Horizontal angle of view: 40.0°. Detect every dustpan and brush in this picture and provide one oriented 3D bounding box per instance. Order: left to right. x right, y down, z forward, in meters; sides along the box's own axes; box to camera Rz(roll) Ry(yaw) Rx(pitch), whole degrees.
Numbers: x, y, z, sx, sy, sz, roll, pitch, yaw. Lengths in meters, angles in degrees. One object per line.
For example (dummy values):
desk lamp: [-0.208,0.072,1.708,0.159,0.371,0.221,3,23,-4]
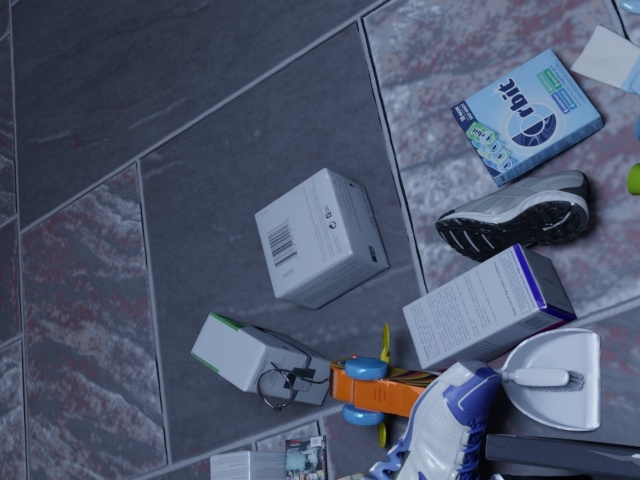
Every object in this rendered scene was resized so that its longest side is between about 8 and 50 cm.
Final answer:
dustpan and brush: [0.303,0.204,1.307,0.211,0.060,0.147,-6,73,38]

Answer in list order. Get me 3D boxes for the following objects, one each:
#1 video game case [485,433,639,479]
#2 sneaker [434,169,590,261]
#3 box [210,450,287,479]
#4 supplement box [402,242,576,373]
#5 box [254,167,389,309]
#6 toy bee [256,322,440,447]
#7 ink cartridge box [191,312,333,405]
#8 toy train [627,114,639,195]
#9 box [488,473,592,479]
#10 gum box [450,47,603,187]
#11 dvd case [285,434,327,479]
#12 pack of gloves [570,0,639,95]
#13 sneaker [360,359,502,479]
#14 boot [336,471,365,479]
video game case: [0.386,0.274,1.096,0.275,0.248,0.035,-3,76,38]
sneaker: [0.301,-0.040,1.372,0.272,0.100,0.108,-14,36,43]
box: [-0.127,0.424,1.565,0.102,0.101,0.087,-18,67,36]
supplement box: [0.254,0.112,1.341,0.220,0.111,0.114,-33,58,27]
box: [0.000,0.000,1.573,0.182,0.119,0.181,-32,59,28]
toy bee: [0.076,0.222,1.441,0.298,0.162,0.195,26,104,11]
ink cartridge box: [-0.094,0.209,1.532,0.153,0.208,0.086,24,90,40]
toy train: [0.489,-0.072,1.217,0.143,0.105,0.248,13,86,51]
box: [0.226,0.508,1.129,0.395,0.293,0.212,-52,52,16]
gum box: [0.323,-0.194,1.388,0.184,0.041,0.157,-31,58,9]
dvd case: [-0.024,0.407,1.545,0.087,0.013,0.119,-17,68,35]
pack of gloves: [0.506,-0.301,1.299,0.232,0.046,0.195,40,102,39]
sneaker: [0.190,0.333,1.252,0.182,0.127,0.315,41,111,28]
boot: [0.102,0.454,1.380,0.262,0.095,0.203,-35,52,21]
